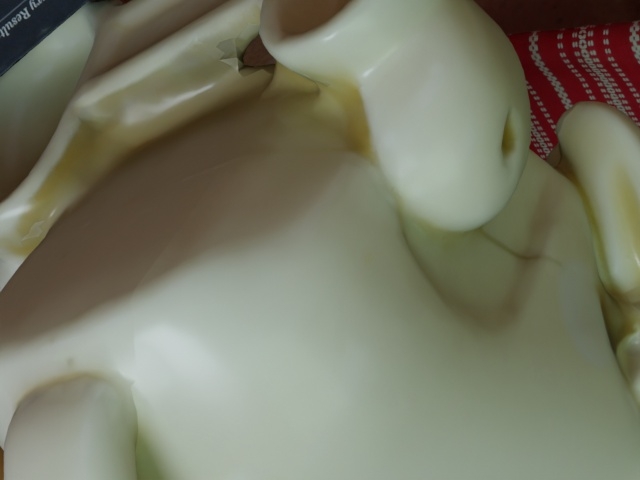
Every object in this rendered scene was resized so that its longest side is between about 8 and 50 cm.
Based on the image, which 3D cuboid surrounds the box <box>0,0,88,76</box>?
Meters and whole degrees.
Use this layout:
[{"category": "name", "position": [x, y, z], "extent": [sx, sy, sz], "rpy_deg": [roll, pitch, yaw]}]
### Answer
[{"category": "box", "position": [-0.208, -0.166, 0.639], "extent": [0.153, 0.108, 0.207], "rpy_deg": [-40, 130, 0]}]

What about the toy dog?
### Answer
[{"category": "toy dog", "position": [0.063, 0.075, 0.642], "extent": [0.284, 0.395, 0.408], "rpy_deg": [-30, 123, 24]}]

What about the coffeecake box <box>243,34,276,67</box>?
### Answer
[{"category": "coffeecake box", "position": [-0.022, -0.167, 0.761], "extent": [0.142, 0.068, 0.185], "rpy_deg": [-38, 130, -2]}]

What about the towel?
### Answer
[{"category": "towel", "position": [0.179, -0.050, 0.843], "extent": [0.199, 0.274, 0.031], "rpy_deg": [53, 48, -39]}]

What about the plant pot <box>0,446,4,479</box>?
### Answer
[{"category": "plant pot", "position": [-0.205, 0.120, 0.714], "extent": [0.203, 0.290, 0.291], "rpy_deg": [-45, 146, -51]}]
